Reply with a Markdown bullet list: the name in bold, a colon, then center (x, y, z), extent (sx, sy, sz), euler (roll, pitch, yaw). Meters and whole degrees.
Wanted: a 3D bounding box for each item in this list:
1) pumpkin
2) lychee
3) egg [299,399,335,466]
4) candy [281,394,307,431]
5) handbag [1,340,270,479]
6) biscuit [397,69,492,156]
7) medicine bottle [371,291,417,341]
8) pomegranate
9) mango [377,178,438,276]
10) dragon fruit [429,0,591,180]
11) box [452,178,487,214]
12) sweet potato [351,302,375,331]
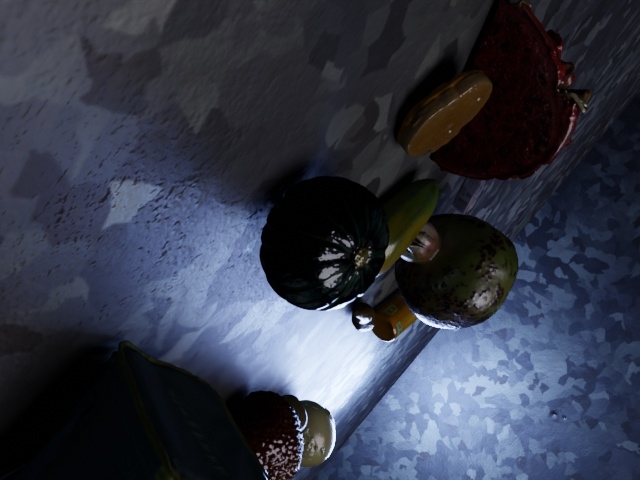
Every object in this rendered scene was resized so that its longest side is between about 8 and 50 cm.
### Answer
- **pumpkin**: center (0.008, 0.003, 0.747), extent (0.194, 0.150, 0.194), euler (-49, 156, -30)
- **lychee**: center (-0.124, 0.410, 1.131), extent (0.194, 0.194, 0.194), euler (-40, 157, -21)
- **egg**: center (-0.040, 0.528, 1.503), extent (0.164, 0.164, 0.201), euler (-34, 130, -34)
- **candy**: center (-0.131, 0.473, 1.318), extent (0.234, 0.102, 0.104), euler (-24, 147, -43)
- **handbag**: center (-0.220, 0.296, 0.643), extent (0.241, 0.263, 0.222), euler (-47, 133, 1)
- **biscuit**: center (0.194, -0.205, 0.882), extent (0.170, 0.050, 0.170), euler (-31, 163, -11)
- **medicine bottle**: center (0.232, 0.203, 1.572), extent (0.192, 0.096, 0.096), euler (-32, 153, -36)
- **pomegranate**: center (0.268, 0.048, 1.230), extent (0.341, 0.285, 0.285), euler (31, 101, -35)
- **mango**: center (0.138, -0.019, 1.039), extent (0.237, 0.091, 0.137), euler (-40, 162, -22)
- **dragon fruit**: center (0.351, -0.232, 0.938), extent (0.152, 0.205, 0.317), euler (-31, 153, -40)
- **box**: center (0.393, -0.159, 1.360), extent (0.055, 0.039, 0.218), euler (-31, 152, -36)
- **sweet potato**: center (0.110, 0.198, 1.383), extent (0.067, 0.067, 0.274), euler (-47, 164, -6)
